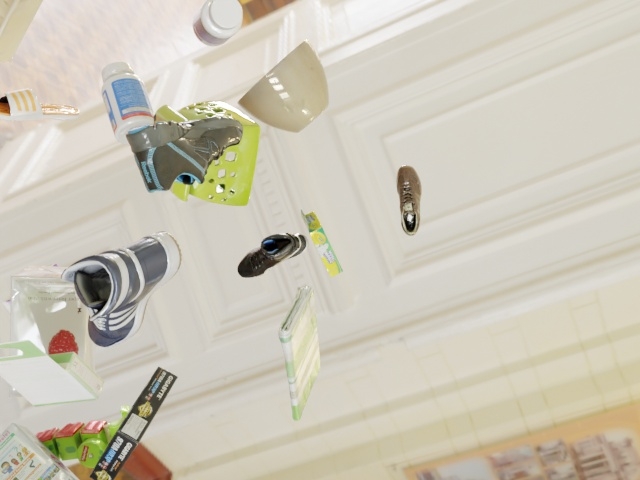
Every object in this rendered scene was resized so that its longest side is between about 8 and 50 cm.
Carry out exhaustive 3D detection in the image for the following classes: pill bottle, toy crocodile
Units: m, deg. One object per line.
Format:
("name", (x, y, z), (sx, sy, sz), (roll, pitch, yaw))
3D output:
("pill bottle", (-0.541, -0.388, 1.826), (0.221, 0.124, 0.124), (68, 11, 20))
("toy crocodile", (-0.603, 0.486, 1.567), (0.115, 0.340, 0.105), (-75, 151, -80))
("pill bottle", (-0.263, -0.571, 1.681), (0.108, 0.108, 0.193), (66, -16, -15))

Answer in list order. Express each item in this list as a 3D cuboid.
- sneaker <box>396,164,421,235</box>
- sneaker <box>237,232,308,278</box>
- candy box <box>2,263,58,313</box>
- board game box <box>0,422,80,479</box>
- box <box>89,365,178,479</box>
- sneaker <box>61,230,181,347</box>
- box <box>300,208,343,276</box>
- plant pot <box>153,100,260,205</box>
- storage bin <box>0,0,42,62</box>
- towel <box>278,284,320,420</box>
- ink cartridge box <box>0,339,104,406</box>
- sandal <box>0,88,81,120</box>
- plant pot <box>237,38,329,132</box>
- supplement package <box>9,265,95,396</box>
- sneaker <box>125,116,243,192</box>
("sneaker", (0.239, -0.103, 1.722), (0.071, 0.066, 0.188), (-76, 158, -69))
("sneaker", (-0.148, 0.033, 1.692), (0.121, 0.217, 0.079), (13, 52, -67))
("candy box", (-0.828, 0.192, 1.952), (0.196, 0.070, 0.165), (-67, 138, -59))
("board game box", (-0.624, 0.577, 1.386), (0.303, 0.224, 0.097), (39, -19, 12))
("box", (-0.391, 0.390, 1.360), (0.051, 0.220, 0.175), (32, 38, -5))
("sneaker", (-0.345, 0.098, 1.031), (0.099, 0.282, 0.153), (49, 35, 9))
("box", (0.000, 0.000, 1.752), (0.179, 0.043, 0.105), (62, 1, -31))
("plant pot", (-0.308, -0.226, 1.670), (0.227, 0.207, 0.228), (39, -56, 45))
("storage bin", (-0.836, -0.605, 1.585), (0.260, 0.262, 0.123), (43, 29, -5))
("towel", (-0.029, 0.151, 0.881), (0.113, 0.023, 0.152), (-60, 151, -55))
("ink cartridge box", (-0.591, 0.262, 1.360), (0.056, 0.171, 0.235), (-81, 155, -44))
("sandal", (-0.779, -0.376, 1.767), (0.102, 0.076, 0.265), (33, 29, 32))
("plant pot", (-0.084, -0.439, 1.968), (0.191, 0.284, 0.284), (47, 18, -12))
("supplement package", (-0.658, 0.221, 1.617), (0.175, 0.177, 0.293), (-151, -117, -77))
("sneaker", (-0.283, -0.191, 1.415), (0.341, 0.125, 0.139), (-27, 108, -57))
